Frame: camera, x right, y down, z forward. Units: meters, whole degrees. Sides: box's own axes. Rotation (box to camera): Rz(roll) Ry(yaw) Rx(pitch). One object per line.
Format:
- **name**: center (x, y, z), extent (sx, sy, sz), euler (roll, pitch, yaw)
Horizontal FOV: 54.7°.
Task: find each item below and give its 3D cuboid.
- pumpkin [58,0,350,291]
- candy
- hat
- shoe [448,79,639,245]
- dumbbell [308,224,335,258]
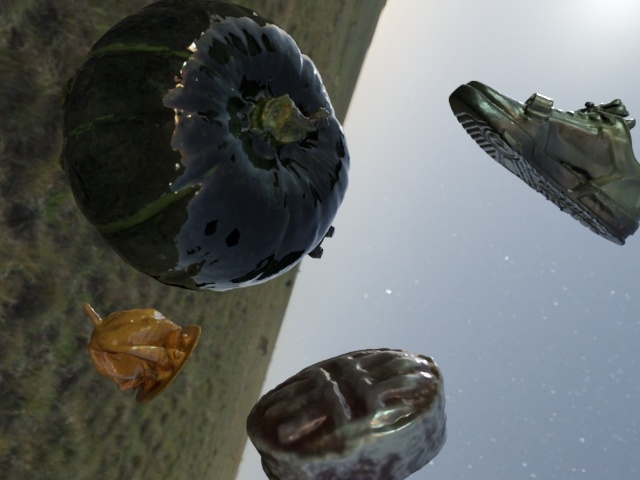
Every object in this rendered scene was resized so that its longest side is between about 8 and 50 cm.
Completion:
- **pumpkin**: center (-0.120, -0.102, 0.690), extent (0.241, 0.323, 0.323), euler (-9, -123, 48)
- **candy**: center (0.043, 0.263, 0.893), extent (0.214, 0.289, 0.157), euler (-129, -155, -63)
- **hat**: center (-0.422, 0.204, 1.366), extent (0.233, 0.233, 0.244), euler (-41, -160, 23)
- **shoe**: center (0.316, -0.136, 0.793), extent (0.149, 0.293, 0.109), euler (-49, 178, 5)
- **dumbbell**: center (0.000, 0.000, 1.324), extent (0.036, 0.040, 0.083), euler (56, 51, -39)
